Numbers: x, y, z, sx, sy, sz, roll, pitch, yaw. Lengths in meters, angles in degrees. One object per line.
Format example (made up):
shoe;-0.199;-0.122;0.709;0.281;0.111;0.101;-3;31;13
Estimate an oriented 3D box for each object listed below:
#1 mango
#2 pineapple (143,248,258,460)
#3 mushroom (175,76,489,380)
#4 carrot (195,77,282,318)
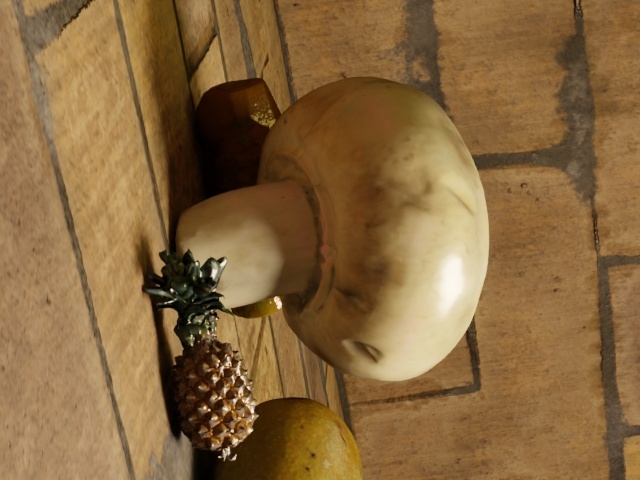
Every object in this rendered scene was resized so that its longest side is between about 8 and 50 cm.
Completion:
mango;-0.038;0.301;1.412;0.329;0.177;0.175;-89;-163;-56
pineapple;-0.114;0.117;1.296;0.103;0.083;0.221;-80;160;-77
mushroom;0.026;-0.010;1.537;0.325;0.353;0.353;-70;152;-67
carrot;-0.090;-0.056;1.702;0.114;0.114;0.301;-84;167;-71
